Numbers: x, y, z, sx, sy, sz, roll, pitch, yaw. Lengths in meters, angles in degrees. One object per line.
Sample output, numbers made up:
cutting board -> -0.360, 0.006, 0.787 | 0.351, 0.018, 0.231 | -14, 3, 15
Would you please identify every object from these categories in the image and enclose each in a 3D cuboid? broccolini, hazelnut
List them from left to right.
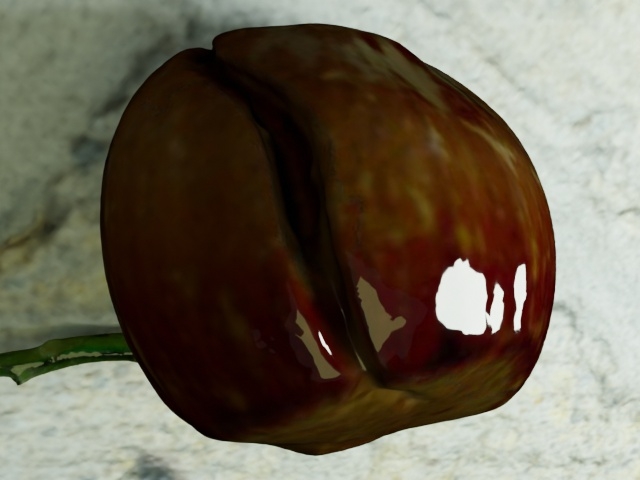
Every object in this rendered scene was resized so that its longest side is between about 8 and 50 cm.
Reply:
broccolini -> -0.172, 0.078, 0.546 | 0.254, 0.057, 0.071 | -2, 165, -16
hazelnut -> 0.000, 0.000, 0.486 | 0.234, 0.218, 0.218 | 4, 121, -44
